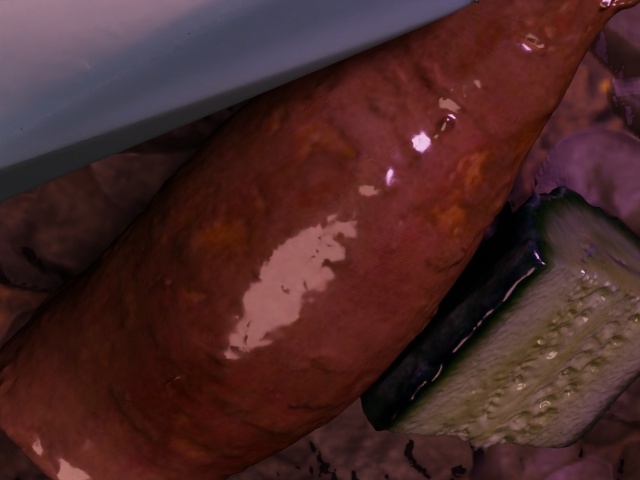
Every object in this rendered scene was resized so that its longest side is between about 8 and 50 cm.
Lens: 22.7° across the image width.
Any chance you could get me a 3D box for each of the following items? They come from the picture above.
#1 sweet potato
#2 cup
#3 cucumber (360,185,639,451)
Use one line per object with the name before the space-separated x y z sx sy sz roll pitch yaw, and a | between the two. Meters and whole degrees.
sweet potato | -0.002 -0.002 0.654 0.131 0.131 0.336 41 115 -15
cup | -0.063 -0.101 0.608 0.235 0.134 0.148 -15 119 12
cucumber | 0.088 0.038 0.702 0.116 0.062 0.115 17 126 -41
